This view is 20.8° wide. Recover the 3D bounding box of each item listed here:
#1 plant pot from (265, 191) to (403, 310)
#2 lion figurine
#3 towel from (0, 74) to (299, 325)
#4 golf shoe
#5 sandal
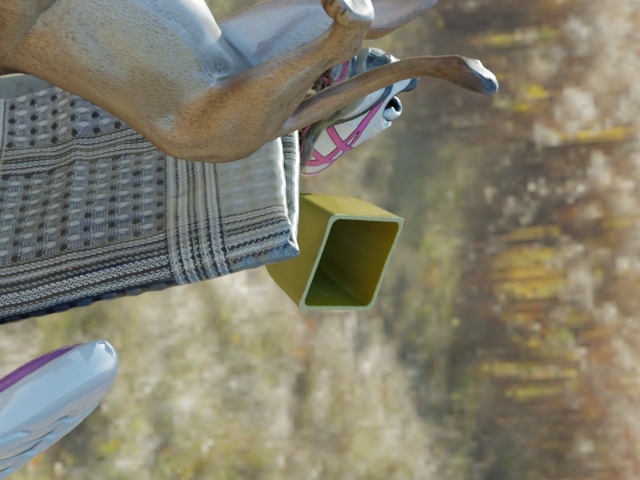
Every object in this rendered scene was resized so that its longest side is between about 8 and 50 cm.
[{"bbox_3d":[0.000,0.000,1.377,0.081,0.083,0.082,3,115,-44],"label":"plant pot"},{"bbox_3d":[-0.112,-0.126,0.998,0.392,0.240,0.142,33,36,-25],"label":"lion figurine"},{"bbox_3d":[-0.169,-0.056,1.282,0.324,0.312,0.056,-94,170,-57],"label":"towel"},{"bbox_3d":[0.022,-0.099,1.459,0.186,0.086,0.068,126,-30,-64],"label":"golf shoe"},{"bbox_3d":[-0.314,0.167,1.239,0.102,0.416,0.169,56,28,6],"label":"sandal"}]
